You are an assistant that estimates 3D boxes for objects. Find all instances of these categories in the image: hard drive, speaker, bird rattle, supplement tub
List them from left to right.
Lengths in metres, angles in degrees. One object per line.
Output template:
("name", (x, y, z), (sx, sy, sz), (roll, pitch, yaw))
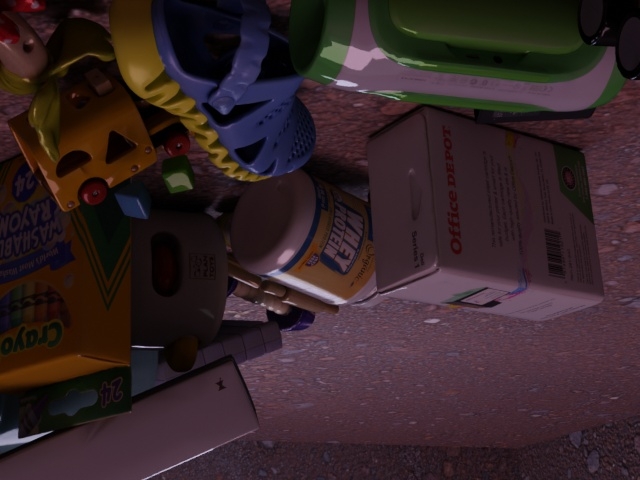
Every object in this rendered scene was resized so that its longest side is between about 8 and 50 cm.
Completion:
("bird rattle", (-0.302, -0.176, 1.038), (0.207, 0.143, 0.253), (13, 169, 25))
("supplement tub", (0.000, 0.000, 1.551), (0.200, 0.144, 0.144), (24, 148, -38))
("speaker", (0.128, -0.186, 1.085), (0.297, 0.131, 0.131), (3, 160, -19))
("hard drive", (0.245, -0.160, 1.348), (0.135, 0.022, 0.094), (-3, 161, -1))

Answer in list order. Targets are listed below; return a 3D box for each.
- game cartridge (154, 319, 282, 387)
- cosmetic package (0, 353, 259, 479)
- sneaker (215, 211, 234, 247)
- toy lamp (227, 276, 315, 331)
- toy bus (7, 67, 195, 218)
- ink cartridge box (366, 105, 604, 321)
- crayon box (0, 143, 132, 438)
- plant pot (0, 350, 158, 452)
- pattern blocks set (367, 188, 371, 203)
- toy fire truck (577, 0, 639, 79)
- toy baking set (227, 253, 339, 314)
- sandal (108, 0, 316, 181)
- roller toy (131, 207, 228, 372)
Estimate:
("game cartridge", (-0.253, 0.184, 1.969), (0.230, 0.068, 0.355), (-22, -169, -35))
("cosmetic package", (-0.266, 0.260, 1.514), (0.377, 0.097, 0.284), (-23, 176, -5))
("sneaker", (-0.061, 0.004, 1.696), (0.208, 0.081, 0.094), (30, 167, -35))
("toy lamp", (-0.094, 0.094, 1.952), (0.080, 0.080, 0.275), (-14, 158, 28))
("toy bus", (-0.216, -0.123, 1.238), (0.191, 0.202, 0.104), (-3, 132, 19))
("ink cartridge box", (0.198, -0.024, 1.459), (0.278, 0.201, 0.117), (11, 156, -36))
("crayon box", (-0.315, 0.053, 1.406), (0.203, 0.322, 0.083), (-18, 157, 35))
("plant pot", (-0.437, 0.162, 1.749), (0.334, 0.341, 0.341), (1, 162, -37))
("pattern blocks set", (0.123, -0.014, 1.736), (0.285, 0.026, 0.325), (13, 157, -29))
("toy fire truck", (0.292, -0.242, 0.928), (0.159, 0.217, 0.246), (2, 119, -14))
("toy baking set", (-0.065, 0.052, 1.764), (0.256, 0.030, 0.197), (22, -172, -44))
("sandal", (-0.069, -0.150, 1.177), (0.138, 0.126, 0.317), (-15, 160, 19))
("roller toy", (-0.205, 0.054, 1.629), (0.146, 0.209, 0.191), (3, 120, -22))
